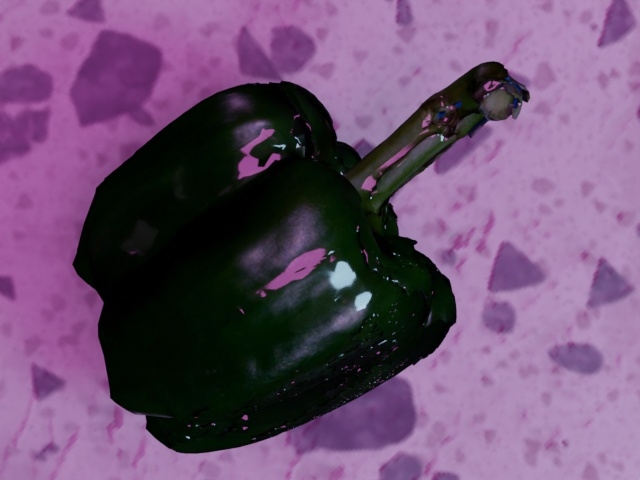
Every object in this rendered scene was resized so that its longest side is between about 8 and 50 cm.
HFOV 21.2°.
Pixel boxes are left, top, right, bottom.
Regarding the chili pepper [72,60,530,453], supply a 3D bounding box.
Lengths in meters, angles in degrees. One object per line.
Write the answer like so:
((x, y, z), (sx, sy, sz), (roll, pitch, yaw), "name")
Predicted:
((0.000, 0.000, 0.899), (0.261, 0.174, 0.165), (-30, 131, 4), "chili pepper")
